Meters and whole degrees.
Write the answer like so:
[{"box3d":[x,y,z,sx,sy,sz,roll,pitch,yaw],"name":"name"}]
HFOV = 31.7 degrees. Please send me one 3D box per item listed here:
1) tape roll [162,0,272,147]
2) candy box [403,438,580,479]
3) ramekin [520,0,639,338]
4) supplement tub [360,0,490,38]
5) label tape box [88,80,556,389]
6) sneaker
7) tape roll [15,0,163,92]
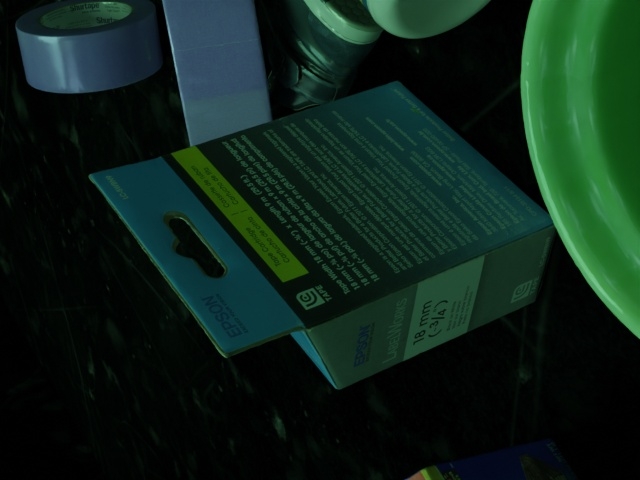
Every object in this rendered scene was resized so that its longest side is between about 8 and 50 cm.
[{"box3d":[-0.117,-0.220,1.212,0.275,0.090,0.275,170,90,-85],"name":"tape roll"},{"box3d":[0.171,0.309,0.920,0.122,0.317,0.268,-39,69,21],"name":"candy box"},{"box3d":[0.272,-0.074,0.652,0.303,0.148,0.303,40,141,43],"name":"ramekin"},{"box3d":[0.057,-0.277,0.910,0.200,0.144,0.144,56,150,25],"name":"supplement tub"},{"box3d":[0.000,0.000,0.993,0.240,0.333,0.106,48,145,36],"name":"label tape box"},{"box3d":[-0.033,-0.240,1.160,0.226,0.086,0.163,57,147,22],"name":"sneaker"},{"box3d":[-0.312,-0.270,1.535,0.189,0.189,0.080,34,136,49],"name":"tape roll"}]
